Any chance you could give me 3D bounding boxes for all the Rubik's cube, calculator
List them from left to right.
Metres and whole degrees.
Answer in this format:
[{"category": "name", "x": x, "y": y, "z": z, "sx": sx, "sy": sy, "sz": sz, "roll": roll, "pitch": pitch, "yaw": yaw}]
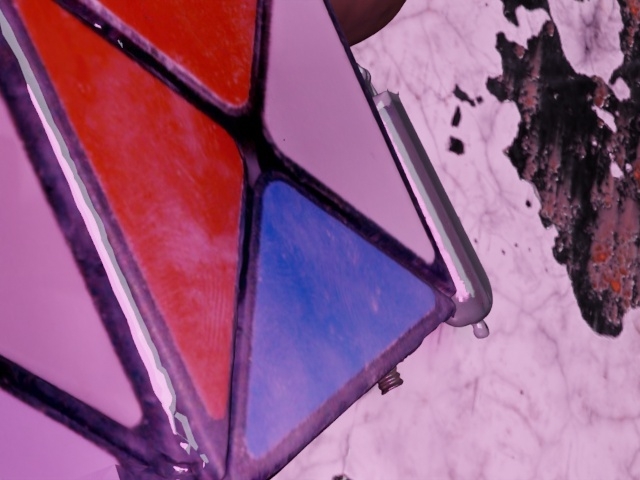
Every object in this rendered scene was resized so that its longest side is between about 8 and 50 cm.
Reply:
[{"category": "Rubik's cube", "x": -0.154, "y": -0.004, "z": 0.766, "sx": 0.305, "sy": 0.310, "sz": 0.307, "roll": -32, "pitch": 98, "yaw": -57}, {"category": "calculator", "x": 0.079, "y": -0.032, "z": 1.100, "sx": 0.246, "sy": 0.045, "sz": 0.141, "roll": 63, "pitch": 9, "yaw": -2}]

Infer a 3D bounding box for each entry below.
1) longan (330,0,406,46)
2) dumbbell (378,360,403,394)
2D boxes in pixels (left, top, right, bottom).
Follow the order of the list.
[{"category": "longan", "x": -0.039, "y": -0.248, "z": 1.033, "sx": 0.248, "sy": 0.248, "sz": 0.248, "roll": 12, "pitch": 69, "yaw": -32}, {"category": "dumbbell", "x": 0.000, "y": 0.000, "z": 1.050, "sx": 0.110, "sy": 0.110, "sz": 0.254, "roll": -20, "pitch": 80, "yaw": -37}]
